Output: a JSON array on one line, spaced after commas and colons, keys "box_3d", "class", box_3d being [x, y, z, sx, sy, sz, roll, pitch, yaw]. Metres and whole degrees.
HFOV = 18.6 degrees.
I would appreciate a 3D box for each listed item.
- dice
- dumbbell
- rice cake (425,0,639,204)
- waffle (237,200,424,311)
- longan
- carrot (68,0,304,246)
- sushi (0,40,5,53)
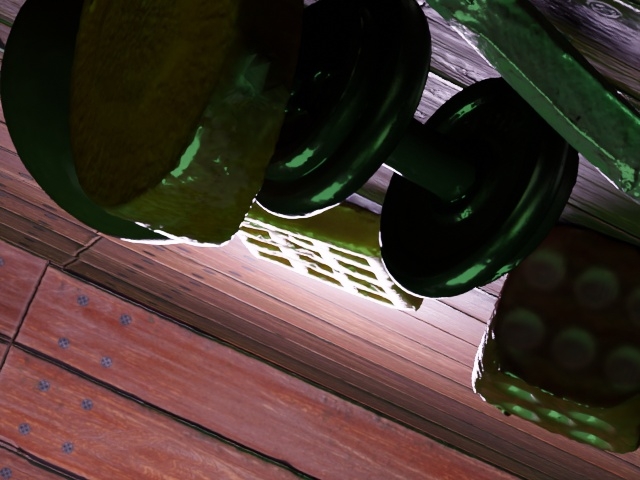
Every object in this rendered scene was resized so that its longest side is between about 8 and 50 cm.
[{"box_3d": [0.253, 0.092, 1.877, 0.175, 0.174, 0.179, 21, 164, 15], "class": "dice"}, {"box_3d": [0.061, -0.073, 1.441, 0.290, 0.192, 0.192, 29, 167, -30], "class": "dumbbell"}, {"box_3d": [0.187, -0.085, 1.319, 0.290, 0.051, 0.081, 42, 165, -16], "class": "rice cake"}, {"box_3d": [0.000, 0.000, 2.227, 0.221, 0.055, 0.248, 20, 168, 19], "class": "waffle"}, {"box_3d": [-0.149, -0.114, 1.603, 0.248, 0.248, 0.248, 22, 169, 5], "class": "longan"}, {"box_3d": [-0.085, -0.126, 1.334, 0.100, 0.258, 0.307, 9, -174, -24], "class": "carrot"}, {"box_3d": [-0.483, -0.258, 2.004, 0.290, 0.050, 0.264, 22, 169, 9], "class": "sushi"}]
